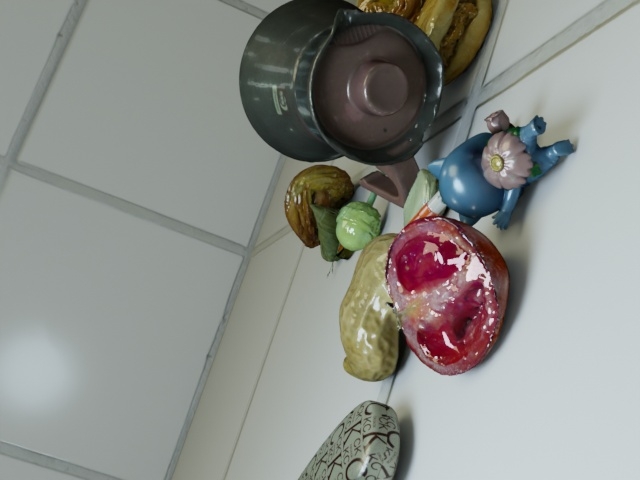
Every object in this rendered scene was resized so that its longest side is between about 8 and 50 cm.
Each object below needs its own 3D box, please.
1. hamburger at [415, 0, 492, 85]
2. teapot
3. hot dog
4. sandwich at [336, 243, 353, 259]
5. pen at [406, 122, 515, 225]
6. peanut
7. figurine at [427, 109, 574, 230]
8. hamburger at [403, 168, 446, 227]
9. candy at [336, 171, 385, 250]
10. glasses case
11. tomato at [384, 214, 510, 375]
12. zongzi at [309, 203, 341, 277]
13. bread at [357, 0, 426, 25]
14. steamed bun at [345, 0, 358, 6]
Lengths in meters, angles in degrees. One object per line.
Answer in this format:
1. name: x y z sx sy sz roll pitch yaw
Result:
1. hamburger: 0.224 -0.378 1.416 0.214 0.108 0.213 -158 90 -77
2. teapot: 0.050 -0.238 1.359 0.306 0.376 0.362 -31 22 -10
3. hot dog: -0.008 -0.086 1.816 0.196 0.122 0.272 -60 -5 -5
4. sandwich: 0.065 0.000 1.674 0.101 0.026 0.069 -62 9 15
5. pen: 0.199 -0.083 1.142 0.239 0.028 0.028 -50 21 37
6. peanut: 0.089 0.102 1.181 0.233 0.110 0.197 -66 12 4
7. figurine: 0.229 -0.098 0.963 0.144 0.114 0.178 -49 11 -36
8. hamburger: 0.167 -0.050 1.247 0.084 0.054 0.121 -89 20 -45
9. candy: 0.123 -0.127 1.558 0.092 0.093 0.335 -10 49 56
10. glasses case: 0.014 0.367 1.103 0.137 0.085 0.354 -84 18 -54
11. tomato: 0.169 0.059 0.951 0.173 0.099 0.189 -30 78 49
12. zongzi: 0.000 0.000 1.718 0.062 0.130 0.154 35 106 47
13. bread: 0.188 -0.497 1.588 0.236 0.198 0.120 -61 -24 -1
14. steamed bun: 0.105 -0.590 1.839 0.374 0.334 0.334 128 160 -61
